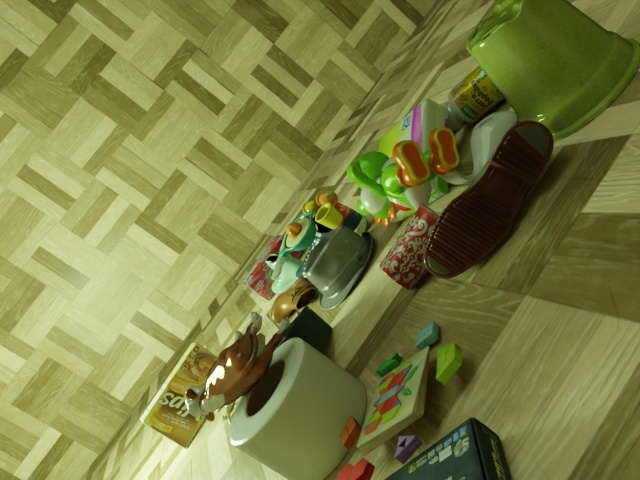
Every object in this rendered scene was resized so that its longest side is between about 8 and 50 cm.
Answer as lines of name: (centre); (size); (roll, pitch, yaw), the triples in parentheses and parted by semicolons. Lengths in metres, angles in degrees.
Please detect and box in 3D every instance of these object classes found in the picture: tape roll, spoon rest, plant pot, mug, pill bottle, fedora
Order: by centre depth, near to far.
tape roll: (-0.048, 0.344, 1.091); (0.246, 0.169, 0.246); (-48, 15, 18)
plant pot: (0.454, -0.385, 1.111); (0.276, 0.254, 0.276); (-49, 14, 17)
mug: (0.227, 0.021, 1.201); (0.113, 0.150, 0.169); (42, 102, 31)
spoon rest: (0.394, -0.226, 1.319); (0.276, 0.084, 0.137); (-44, 11, -25)
pill bottle: (0.435, -0.405, 1.504); (0.208, 0.117, 0.117); (-39, 19, 41)
fedora: (0.040, 0.061, 1.604); (0.275, 0.124, 0.244); (-56, 14, -15)

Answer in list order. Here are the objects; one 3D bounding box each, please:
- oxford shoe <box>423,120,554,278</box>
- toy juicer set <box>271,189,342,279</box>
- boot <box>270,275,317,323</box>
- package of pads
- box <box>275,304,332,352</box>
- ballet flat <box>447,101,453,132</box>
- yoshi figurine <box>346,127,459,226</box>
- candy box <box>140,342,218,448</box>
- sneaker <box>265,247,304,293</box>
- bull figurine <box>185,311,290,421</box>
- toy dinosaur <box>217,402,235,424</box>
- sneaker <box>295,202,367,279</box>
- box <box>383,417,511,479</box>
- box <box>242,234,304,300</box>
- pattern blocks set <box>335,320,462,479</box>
oxford shoe: (0.336, -0.068, 1.072); (0.348, 0.123, 0.130); (-52, -12, 7)
toy juicer set: (-0.068, -0.046, 1.714); (0.329, 0.089, 0.209); (-42, 29, 29)
boot: (-0.090, 0.208, 1.774); (0.197, 0.073, 0.152); (-55, 18, 0)
package of pads: (0.252, -0.218, 1.513); (0.229, 0.101, 0.296); (-36, 39, 51)
box: (-0.080, 0.291, 1.345); (0.184, 0.103, 0.261); (-52, -2, 13)
ballet flat: (0.390, -0.369, 1.640); (0.231, 0.077, 0.077); (-49, 15, 15)
yoshi figurine: (0.169, -0.174, 1.313); (0.203, 0.203, 0.362); (-66, 12, -21)
candy box: (-0.466, 0.545, 1.904); (0.316, 0.183, 0.087); (-58, 14, -22)
sneaker: (-0.156, 0.111, 2.052); (0.256, 0.151, 0.094); (-37, 22, 51)
bull figurine: (-0.181, 0.269, 1.142); (0.310, 0.101, 0.188); (-40, 16, 45)
toy dinosaur: (-0.285, 0.516, 1.668); (0.092, 0.053, 0.183); (-44, 16, 25)
sneaker: (0.000, 0.000, 1.832); (0.350, 0.148, 0.131); (-45, 16, 29)
box: (0.140, 0.361, 0.673); (0.233, 0.059, 0.183); (-47, 15, 24)
box: (-0.199, 0.111, 2.245); (0.257, 0.122, 0.128); (-55, 14, -10)
pattern blocks set: (0.125, 0.268, 0.904); (0.285, 0.026, 0.325); (-47, 4, 18)
